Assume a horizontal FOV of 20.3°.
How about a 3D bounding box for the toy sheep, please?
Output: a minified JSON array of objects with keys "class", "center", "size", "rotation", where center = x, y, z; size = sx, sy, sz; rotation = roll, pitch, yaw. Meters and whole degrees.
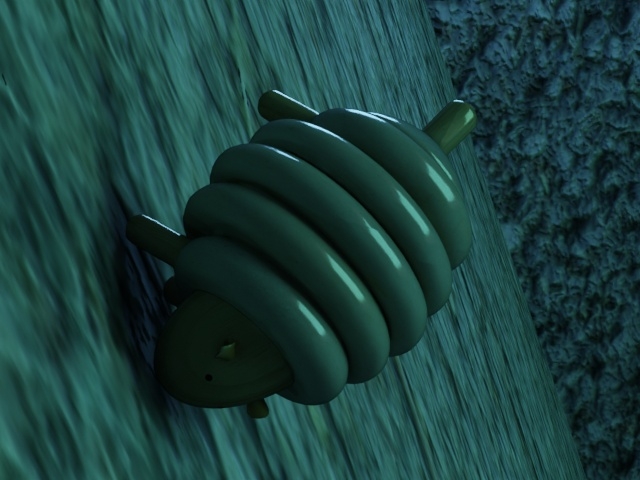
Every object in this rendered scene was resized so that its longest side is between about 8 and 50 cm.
[{"class":"toy sheep","center":[0.000,0.000,0.542],"size":[0.091,0.132,0.091],"rotation":[38,-17,14]}]
